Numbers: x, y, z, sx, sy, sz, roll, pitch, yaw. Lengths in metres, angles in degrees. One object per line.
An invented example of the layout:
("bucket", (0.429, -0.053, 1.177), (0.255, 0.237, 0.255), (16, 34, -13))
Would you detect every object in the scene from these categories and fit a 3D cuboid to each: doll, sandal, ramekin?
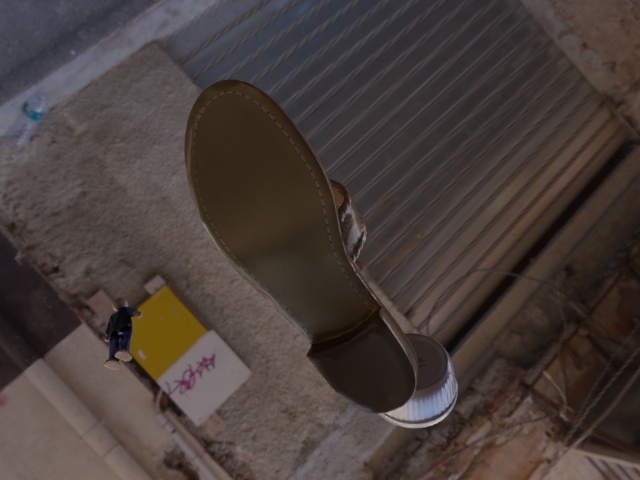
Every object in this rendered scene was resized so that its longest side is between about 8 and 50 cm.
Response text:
("doll", (-0.471, 0.208, 1.315), (0.129, 0.046, 0.189), (-39, -140, 16))
("sandal", (-0.006, 0.003, 0.384), (0.088, 0.240, 0.079), (-26, -166, 19))
("ramekin", (0.207, 0.309, 1.268), (0.207, 0.109, 0.207), (-7, -142, 5))
